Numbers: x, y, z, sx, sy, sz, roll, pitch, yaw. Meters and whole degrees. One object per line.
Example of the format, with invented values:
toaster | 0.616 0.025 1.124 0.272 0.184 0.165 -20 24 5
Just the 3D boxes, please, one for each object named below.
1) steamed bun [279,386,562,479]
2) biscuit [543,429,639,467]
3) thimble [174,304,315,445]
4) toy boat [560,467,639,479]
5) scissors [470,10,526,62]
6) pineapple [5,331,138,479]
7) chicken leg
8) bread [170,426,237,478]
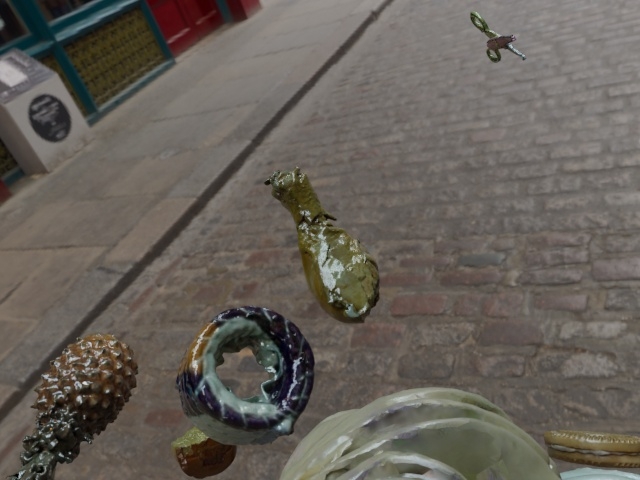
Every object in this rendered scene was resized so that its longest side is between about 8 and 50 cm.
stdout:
steamed bun | 0.082 0.233 0.439 0.268 0.207 0.280 23 52 9
biscuit | 0.694 0.523 1.456 0.259 0.259 0.079 -5 73 27
thimble | -0.128 0.240 1.008 0.237 0.237 0.150 -49 0 -37
toy boat | 0.379 0.375 0.757 0.290 0.199 0.100 -15 24 38
scissors | 0.390 -0.436 1.270 0.020 0.133 0.187 -35 29 6
pineapple | -0.441 0.307 1.022 0.175 0.175 0.361 -18 21 7
chicken leg | 0.000 0.000 1.337 0.201 0.429 0.153 -17 -19 -43
bread | -0.258 0.475 1.341 0.156 0.125 0.086 -39 20 -25
